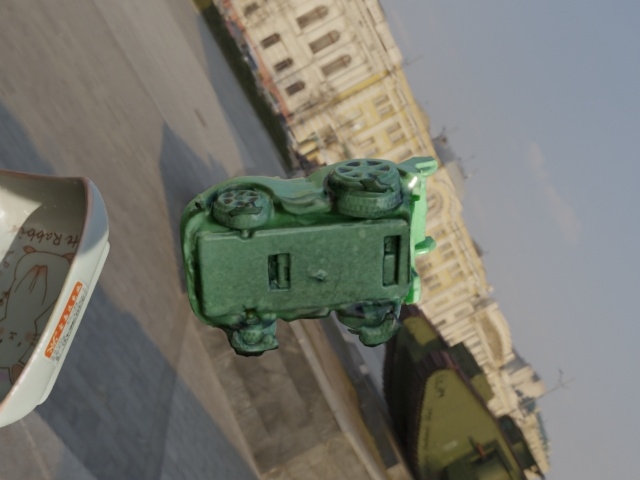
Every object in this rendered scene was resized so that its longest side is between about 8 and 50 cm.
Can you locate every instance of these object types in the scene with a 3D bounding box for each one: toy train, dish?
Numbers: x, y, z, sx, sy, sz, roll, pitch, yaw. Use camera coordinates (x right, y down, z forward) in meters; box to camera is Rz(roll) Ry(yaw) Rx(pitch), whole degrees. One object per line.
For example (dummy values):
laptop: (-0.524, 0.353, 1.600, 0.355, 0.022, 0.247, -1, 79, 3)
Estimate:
toy train: (0.000, 0.000, 0.436, 0.081, 0.149, 0.099, -107, -168, -64)
dish: (-0.256, 0.050, 0.663, 0.077, 0.151, 0.212, 44, 59, -54)
